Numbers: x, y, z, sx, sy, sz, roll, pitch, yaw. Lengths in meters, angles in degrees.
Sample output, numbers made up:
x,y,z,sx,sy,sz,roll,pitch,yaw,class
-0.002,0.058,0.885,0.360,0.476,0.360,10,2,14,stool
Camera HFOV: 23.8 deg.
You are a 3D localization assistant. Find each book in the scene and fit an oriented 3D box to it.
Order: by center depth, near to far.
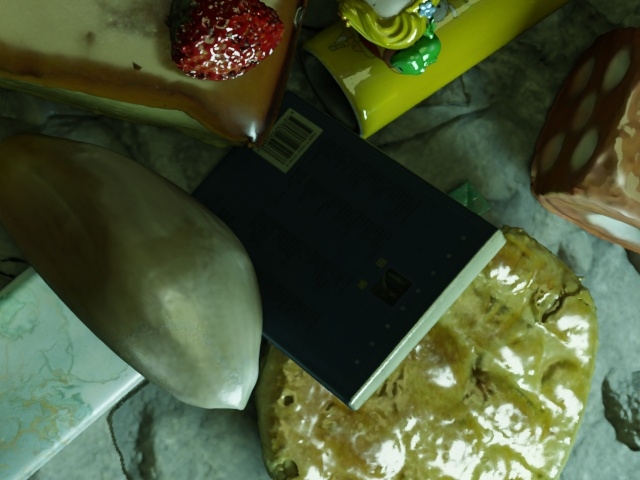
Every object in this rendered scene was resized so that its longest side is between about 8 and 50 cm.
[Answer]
x,y,z,sx,sy,sz,roll,pitch,yaw,class
0.000,0.000,1.302,0.191,0.269,0.025,-49,145,-7,book

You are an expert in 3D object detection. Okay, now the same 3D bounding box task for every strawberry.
x,y,z,sx,sy,sz,roll,pitch,yaw,class
-0.076,-0.166,1.201,0.096,0.083,0.083,-8,94,-22,strawberry

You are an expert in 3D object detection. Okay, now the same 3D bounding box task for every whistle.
x,y,z,sx,sy,sz,roll,pitch,yaw,class
0.073,0.008,1.406,0.186,0.039,0.039,-34,99,-10,whistle

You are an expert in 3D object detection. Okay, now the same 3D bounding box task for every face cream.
x,y,z,sx,sy,sz,roll,pitch,yaw,class
0.150,-0.226,1.383,0.349,0.105,0.105,-34,99,-10,face cream

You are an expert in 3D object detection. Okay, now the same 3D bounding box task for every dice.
x,y,z,sx,sy,sz,roll,pitch,yaw,class
0.311,-0.084,1.391,0.174,0.175,0.179,26,82,-12,dice

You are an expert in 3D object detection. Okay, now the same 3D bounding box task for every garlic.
x,y,z,sx,sy,sz,roll,pitch,yaw,class
-0.159,0.007,1.269,0.318,0.112,0.143,40,80,25,garlic

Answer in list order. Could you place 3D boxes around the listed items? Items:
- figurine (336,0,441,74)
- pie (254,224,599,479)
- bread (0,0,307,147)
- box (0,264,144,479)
x,y,z,sx,sy,sz,roll,pitch,yaw,class
0.061,-0.223,1.275,0.095,0.115,0.156,-24,112,30,figurine
0.096,0.133,1.374,0.339,0.083,0.339,-4,103,-18,pie
-0.161,-0.267,1.290,0.333,0.143,0.323,14,87,-13,bread
-0.276,0.132,1.326,0.285,0.044,0.142,-41,104,-9,box
